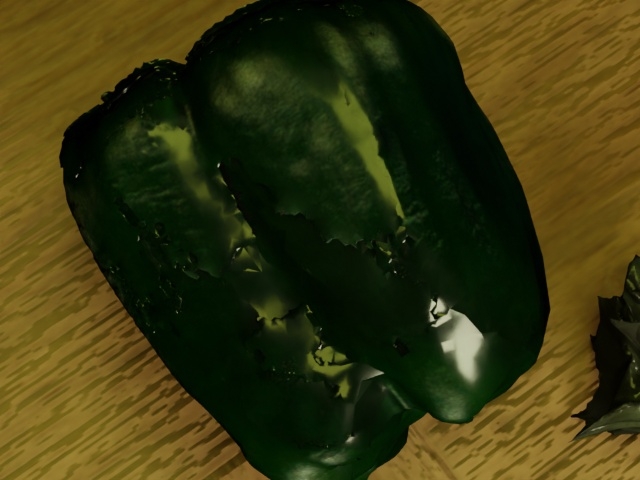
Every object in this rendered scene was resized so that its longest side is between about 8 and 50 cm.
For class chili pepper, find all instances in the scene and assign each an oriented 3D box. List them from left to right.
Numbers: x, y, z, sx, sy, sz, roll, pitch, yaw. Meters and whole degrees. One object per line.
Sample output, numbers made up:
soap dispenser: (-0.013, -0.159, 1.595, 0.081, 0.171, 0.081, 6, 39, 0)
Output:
chili pepper: (0.000, 0.000, 0.828, 0.233, 0.248, 0.257, -29, 86, 14)

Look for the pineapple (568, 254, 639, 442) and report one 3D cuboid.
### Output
pineapple: (0.277, 0.120, 0.881, 0.277, 0.130, 0.119, 26, 62, 1)
